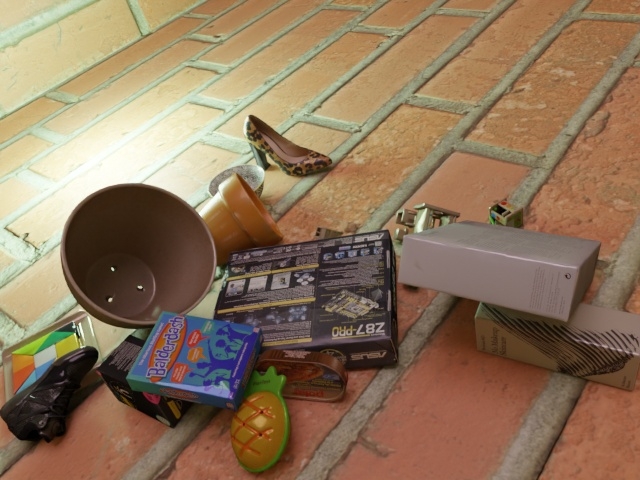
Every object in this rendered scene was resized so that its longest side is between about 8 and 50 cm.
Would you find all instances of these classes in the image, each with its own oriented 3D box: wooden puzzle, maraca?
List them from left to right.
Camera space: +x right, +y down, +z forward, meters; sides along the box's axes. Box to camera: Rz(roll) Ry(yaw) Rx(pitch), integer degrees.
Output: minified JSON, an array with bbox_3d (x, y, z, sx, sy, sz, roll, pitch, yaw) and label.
[{"bbox_3d":[-0.628,0.279,1.320,0.221,0.044,0.238,-29,42,-15],"label":"wooden puzzle"},{"bbox_3d":[-0.108,0.323,1.037,0.127,0.099,0.185,-17,55,26],"label":"maraca"}]

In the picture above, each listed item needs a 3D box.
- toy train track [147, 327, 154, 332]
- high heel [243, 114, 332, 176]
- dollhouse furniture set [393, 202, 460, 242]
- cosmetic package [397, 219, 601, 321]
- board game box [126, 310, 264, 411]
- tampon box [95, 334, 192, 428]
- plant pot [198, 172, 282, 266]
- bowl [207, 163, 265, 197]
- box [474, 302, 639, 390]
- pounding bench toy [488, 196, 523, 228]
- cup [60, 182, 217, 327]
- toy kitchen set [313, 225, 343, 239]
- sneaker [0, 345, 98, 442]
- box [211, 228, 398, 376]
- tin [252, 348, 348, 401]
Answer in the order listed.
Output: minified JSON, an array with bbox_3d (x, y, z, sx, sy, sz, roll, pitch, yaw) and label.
[{"bbox_3d":[-0.387,0.198,1.356,0.048,0.014,0.083,-26,35,0],"label":"toy train track"},{"bbox_3d":[-0.101,-0.286,1.673,0.261,0.186,0.093,4,44,23],"label":"high heel"},{"bbox_3d":[0.236,0.020,1.326,0.101,0.161,0.181,14,84,-14],"label":"dollhouse furniture set"},{"bbox_3d":[0.352,0.038,1.075,0.284,0.097,0.377,14,13,29],"label":"cosmetic package"},{"bbox_3d":[-0.232,0.223,1.075,0.210,0.047,0.160,7,46,12],"label":"board game box"},{"bbox_3d":[-0.345,0.284,1.158,0.161,0.120,0.101,13,47,30],"label":"tampon box"},{"bbox_3d":[-0.229,-0.035,1.442,0.188,0.205,0.205,-34,41,2],"label":"plant pot"},{"bbox_3d":[-0.230,-0.139,1.633,0.170,0.080,0.170,-9,41,8],"label":"bowl"},{"bbox_3d":[0.429,0.171,1.035,0.275,0.113,0.094,10,47,30],"label":"box"},{"bbox_3d":[0.421,-0.052,1.335,0.083,0.052,0.065,-30,42,-15],"label":"pounding bench toy"},{"bbox_3d":[-0.435,0.068,1.313,0.237,0.331,0.331,-40,14,50],"label":"cup"},{"bbox_3d":[0.000,0.000,1.411,0.075,0.083,0.068,16,91,33],"label":"toy kitchen set"},{"bbox_3d":[-0.541,0.329,1.186,0.227,0.087,0.130,-42,60,-15],"label":"sneaker"},{"bbox_3d":[-0.033,0.133,1.241,0.395,0.097,0.318,-8,39,12],"label":"box"},{"bbox_3d":[-0.039,0.260,1.097,0.190,0.106,0.040,1,30,18],"label":"tin"}]
